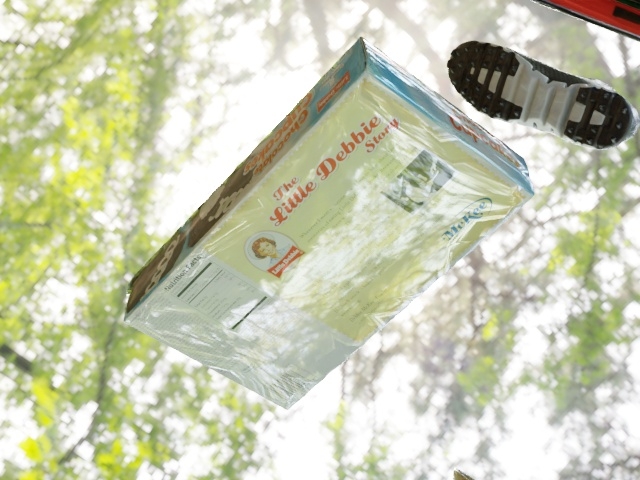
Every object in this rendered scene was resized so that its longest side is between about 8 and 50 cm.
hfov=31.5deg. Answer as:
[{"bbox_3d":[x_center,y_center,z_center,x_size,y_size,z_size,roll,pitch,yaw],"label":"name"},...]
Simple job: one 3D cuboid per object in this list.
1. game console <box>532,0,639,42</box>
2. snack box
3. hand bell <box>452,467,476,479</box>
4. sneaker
[{"bbox_3d":[0.357,-0.196,0.963,0.342,0.386,0.060,-30,143,-59],"label":"game console"},{"bbox_3d":[0.000,0.000,0.968,0.322,0.187,0.060,-43,-151,27],"label":"snack box"},{"bbox_3d":[0.104,0.338,1.007,0.242,0.126,0.126,-55,-152,-3],"label":"hand bell"},{"bbox_3d":[0.250,-0.157,1.258,0.234,0.106,0.078,27,-75,30],"label":"sneaker"}]
